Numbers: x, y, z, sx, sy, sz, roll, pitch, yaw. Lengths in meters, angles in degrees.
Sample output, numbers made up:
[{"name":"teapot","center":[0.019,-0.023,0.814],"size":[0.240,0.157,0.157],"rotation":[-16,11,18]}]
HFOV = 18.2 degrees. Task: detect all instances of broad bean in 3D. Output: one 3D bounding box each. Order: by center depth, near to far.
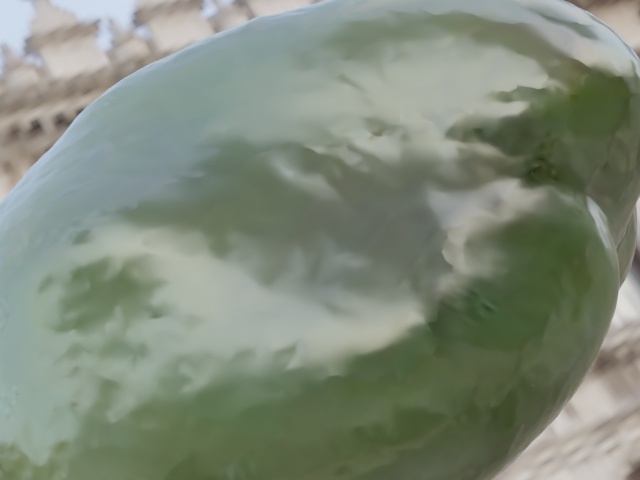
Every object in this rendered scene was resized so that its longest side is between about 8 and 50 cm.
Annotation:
[{"name":"broad bean","center":[0.000,0.000,0.557],"size":[0.228,0.169,0.100],"rotation":[-51,-27,-45]}]
